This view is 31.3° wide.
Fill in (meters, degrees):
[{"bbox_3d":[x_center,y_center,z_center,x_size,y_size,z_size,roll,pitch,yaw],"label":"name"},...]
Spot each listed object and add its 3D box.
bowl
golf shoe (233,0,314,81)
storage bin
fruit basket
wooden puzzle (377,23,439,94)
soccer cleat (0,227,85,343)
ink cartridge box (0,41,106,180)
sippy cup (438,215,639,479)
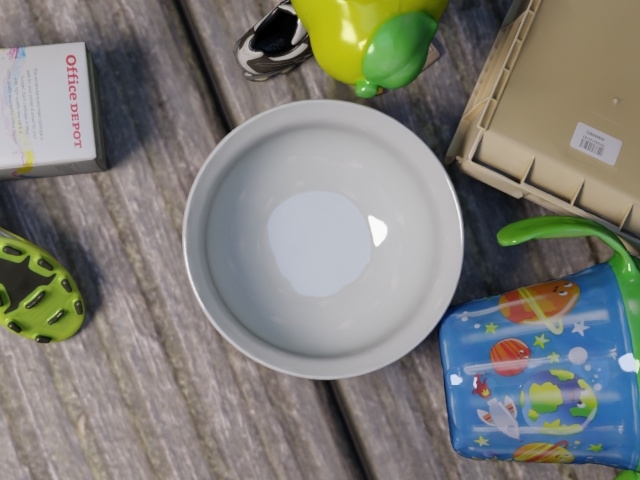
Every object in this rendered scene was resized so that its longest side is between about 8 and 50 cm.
[{"bbox_3d":[0.000,0.000,1.254,0.297,0.134,0.298,0,88,-5],"label":"bowl"},{"bbox_3d":[-0.004,-0.245,1.285,0.198,0.094,0.077,-35,90,-7],"label":"golf shoe"},{"bbox_3d":[0.310,-0.142,1.280,0.262,0.123,0.260,25,80,-4],"label":"storage bin"},{"bbox_3d":[0.040,-0.344,1.167,0.392,0.392,0.283,-3,132,-5],"label":"fruit basket"},{"bbox_3d":[0.092,-0.224,1.332,0.116,0.014,0.079,-30,95,-5],"label":"wooden puzzle"},{"bbox_3d":[-0.365,0.010,1.211,0.093,0.121,0.289,-50,128,-1],"label":"soccer cleat"},{"bbox_3d":[-0.326,-0.134,1.233,0.176,0.127,0.128,-5,87,-5],"label":"ink cartridge box"},{"bbox_3d":[0.244,0.143,1.236,0.224,0.240,0.306,-7,72,6],"label":"sippy cup"}]
